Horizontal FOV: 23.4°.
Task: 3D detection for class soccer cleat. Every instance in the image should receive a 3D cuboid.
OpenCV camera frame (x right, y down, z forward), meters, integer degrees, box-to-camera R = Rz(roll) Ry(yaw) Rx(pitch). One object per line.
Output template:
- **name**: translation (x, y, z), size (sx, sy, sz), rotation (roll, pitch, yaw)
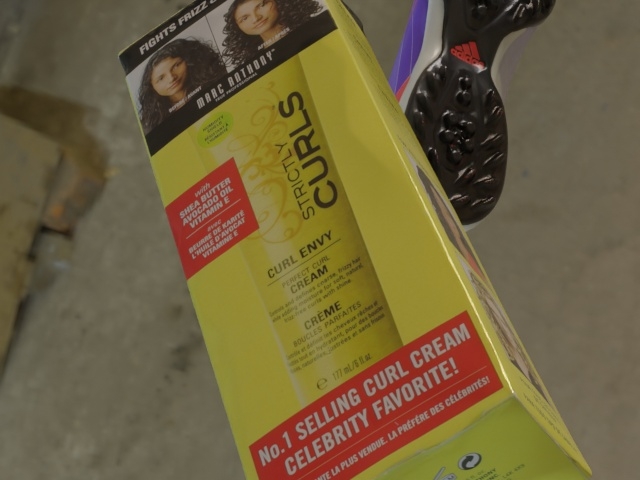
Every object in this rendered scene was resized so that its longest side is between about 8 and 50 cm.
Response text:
- **soccer cleat**: translation (0.093, -0.128, 1.127), size (0.116, 0.108, 0.318), rotation (-40, 29, 55)

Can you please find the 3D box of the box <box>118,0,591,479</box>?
- **box**: translation (0.000, 0.000, 0.507), size (0.087, 0.058, 0.232), rotation (-32, 45, 11)
